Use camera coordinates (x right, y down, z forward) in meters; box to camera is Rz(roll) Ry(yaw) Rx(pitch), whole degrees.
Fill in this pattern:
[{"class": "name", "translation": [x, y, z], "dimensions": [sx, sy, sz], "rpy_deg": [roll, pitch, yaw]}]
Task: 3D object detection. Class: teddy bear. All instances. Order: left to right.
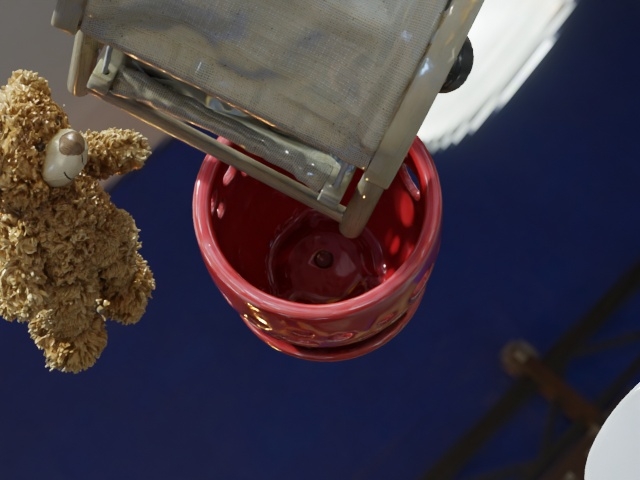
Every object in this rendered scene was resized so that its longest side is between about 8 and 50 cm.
[{"class": "teddy bear", "translation": [-0.261, -0.013, 1.980], "dimensions": [0.245, 0.113, 0.338], "rpy_deg": [-27, -55, -39]}]

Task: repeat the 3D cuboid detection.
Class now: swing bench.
[{"class": "swing bench", "translation": [-0.039, -0.144, 1.323], "dimensions": [0.165, 0.253, 0.254], "rpy_deg": [-63, -1, -9]}]

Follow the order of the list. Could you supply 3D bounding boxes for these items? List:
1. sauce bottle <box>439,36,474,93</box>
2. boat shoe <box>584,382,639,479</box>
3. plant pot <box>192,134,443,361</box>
[{"class": "sauce bottle", "translation": [0.016, -0.182, 1.752], "dimensions": [0.344, 0.111, 0.111], "rpy_deg": [4, -53, -49]}, {"class": "boat shoe", "translation": [0.269, 0.076, 1.058], "dimensions": [0.267, 0.096, 0.088], "rpy_deg": [-42, -24, 7]}, {"class": "plant pot", "translation": [0.000, 0.000, 1.503], "dimensions": [0.191, 0.191, 0.174], "rpy_deg": [-45, -16, -15]}]
